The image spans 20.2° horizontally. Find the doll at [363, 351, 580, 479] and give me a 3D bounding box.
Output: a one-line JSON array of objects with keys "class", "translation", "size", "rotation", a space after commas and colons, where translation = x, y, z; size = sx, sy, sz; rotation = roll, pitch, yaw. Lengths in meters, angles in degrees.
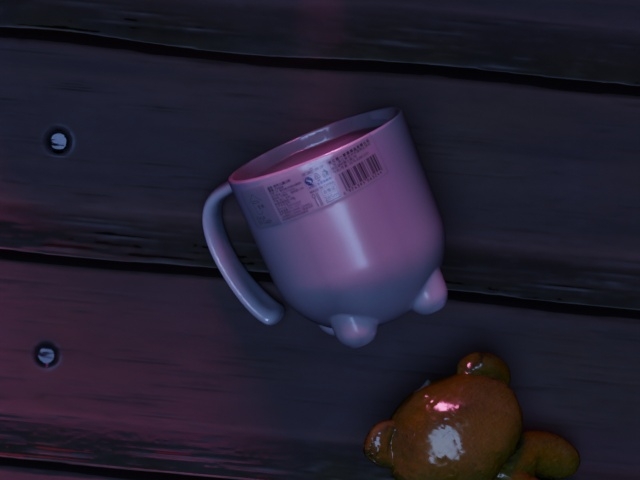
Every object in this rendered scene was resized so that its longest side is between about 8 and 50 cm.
[{"class": "doll", "translation": [0.127, 0.185, 1.355], "size": [0.137, 0.097, 0.209], "rotation": [-40, 111, -14]}]

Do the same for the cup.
[{"class": "cup", "translation": [0.003, 0.002, 1.294], "size": [0.173, 0.134, 0.142], "rotation": [-21, 102, 5]}]
